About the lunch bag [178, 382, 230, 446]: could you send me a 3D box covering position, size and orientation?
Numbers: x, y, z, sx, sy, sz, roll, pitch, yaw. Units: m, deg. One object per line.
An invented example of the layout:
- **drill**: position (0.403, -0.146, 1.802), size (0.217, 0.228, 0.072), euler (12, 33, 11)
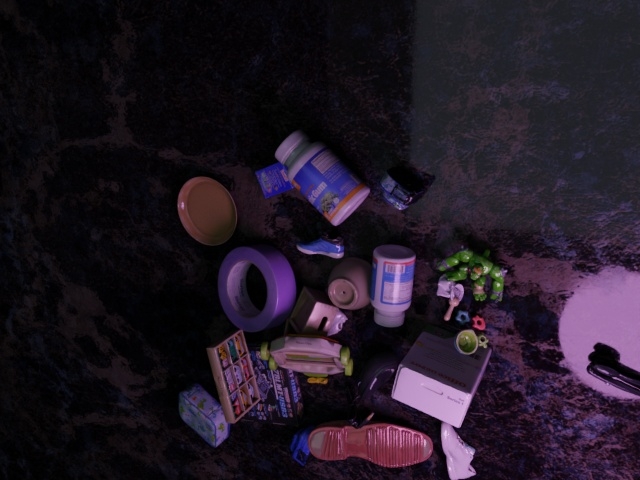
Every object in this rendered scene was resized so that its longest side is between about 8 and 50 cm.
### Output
- **lunch bag**: position (-0.430, 0.647, 2.317), size (0.218, 0.090, 0.176), euler (31, 133, 29)

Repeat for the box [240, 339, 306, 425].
- **box**: position (-0.213, 0.494, 2.194), size (0.293, 0.073, 0.296), euler (-4, 104, 27)

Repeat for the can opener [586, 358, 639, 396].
- **can opener**: position (0.797, 0.372, 1.661), size (0.186, 0.073, 0.059), euler (27, 109, 6)

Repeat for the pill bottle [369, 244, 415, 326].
- **pill bottle**: position (0.208, 0.134, 1.832), size (0.124, 0.124, 0.222), euler (12, 112, 22)

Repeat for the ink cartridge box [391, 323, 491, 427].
- **ink cartridge box**: position (0.343, 0.369, 1.755), size (0.201, 0.278, 0.117), euler (20, 115, 19)

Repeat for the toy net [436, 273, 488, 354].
- **toy net**: position (0.406, 0.201, 1.775), size (0.045, 0.122, 0.233), euler (141, 115, -72)

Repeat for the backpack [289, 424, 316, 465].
- **backpack**: position (-0.047, 0.699, 2.168), size (0.101, 0.098, 0.120), euler (32, 119, 17)

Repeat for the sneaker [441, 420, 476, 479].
- **sneaker**: position (0.428, 0.640, 1.935), size (0.094, 0.080, 0.212), euler (-11, 109, 17)

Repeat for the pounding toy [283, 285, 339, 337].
- **pounding toy**: position (-0.042, 0.244, 1.990), size (0.094, 0.206, 0.181), euler (19, 101, -25)

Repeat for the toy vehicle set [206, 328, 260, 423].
- **toy vehicle set**: position (-0.286, 0.446, 2.080), size (0.035, 0.166, 0.267), euler (-7, 103, 28)

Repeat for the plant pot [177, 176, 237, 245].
- **plant pot**: position (-0.372, -0.100, 2.093), size (0.236, 0.032, 0.237), euler (9, 111, 24)

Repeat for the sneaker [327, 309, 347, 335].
- **sneaker**: position (0.030, 0.283, 2.013), size (0.061, 0.053, 0.152), euler (37, 119, 7)

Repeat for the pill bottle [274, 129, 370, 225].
- **pill bottle**: position (-0.001, -0.187, 1.808), size (0.272, 0.152, 0.152), euler (45, 121, 6)

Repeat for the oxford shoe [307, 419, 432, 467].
- **oxford shoe**: position (0.163, 0.636, 2.035), size (0.396, 0.146, 0.141), euler (5, 93, 7)

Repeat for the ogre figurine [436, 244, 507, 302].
- **ogre figurine**: position (0.426, 0.083, 1.729), size (0.197, 0.096, 0.118), euler (44, 140, 24)

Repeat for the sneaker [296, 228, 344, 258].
- **sneaker**: position (0.000, 0.000, 1.924), size (0.152, 0.058, 0.085), euler (12, 118, 18)

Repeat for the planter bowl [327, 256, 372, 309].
- **planter bowl**: position (0.087, 0.144, 1.904), size (0.161, 0.109, 0.162), euler (9, 112, 23)

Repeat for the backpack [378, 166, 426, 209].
- **backpack**: position (0.218, -0.144, 1.742), size (0.114, 0.105, 0.084), euler (42, 119, 14)

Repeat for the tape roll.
- **tape roll**: position (-0.208, 0.152, 2.019), size (0.274, 0.090, 0.275), euler (5, 97, 40)

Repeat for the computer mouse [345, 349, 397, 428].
- **computer mouse**: position (0.147, 0.459, 1.941), size (0.060, 0.184, 0.262), euler (26, 123, -22)

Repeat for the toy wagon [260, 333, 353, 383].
- **toy wagon**: position (-0.033, 0.378, 1.974), size (0.266, 0.344, 0.068), euler (2, 64, 10)

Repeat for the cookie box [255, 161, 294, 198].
- **cookie box**: position (-0.136, -0.190, 1.938), size (0.107, 0.040, 0.092), euler (-17, 99, 30)
